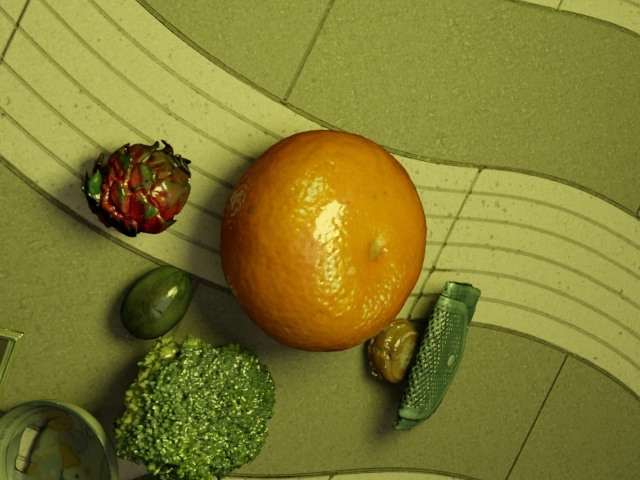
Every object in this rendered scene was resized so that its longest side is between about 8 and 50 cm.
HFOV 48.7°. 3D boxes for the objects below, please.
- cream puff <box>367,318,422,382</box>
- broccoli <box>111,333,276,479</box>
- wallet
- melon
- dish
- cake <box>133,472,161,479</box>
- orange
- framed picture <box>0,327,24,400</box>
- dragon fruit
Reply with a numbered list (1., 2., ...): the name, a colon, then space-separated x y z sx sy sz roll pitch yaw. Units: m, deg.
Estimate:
1. cream puff: 0.166 0.245 1.599 0.126 0.103 0.144 8 102 -40
2. broccoli: -0.244 0.297 1.356 0.375 0.302 0.249 -27 122 -55
3. wallet: 0.271 0.260 1.598 0.237 0.075 0.342 12 98 -64
4. melon: -0.318 0.125 1.370 0.114 0.114 0.167 44 83 -24
5. dish: -0.496 0.428 1.360 0.273 0.134 0.273 0 91 10
6. cake: -0.359 0.656 1.442 0.158 0.172 0.283 -16 109 -16
7. orange: 0.000 0.000 1.359 0.424 0.326 0.424 -11 107 -39
8. framed picture: -0.669 0.258 1.266 0.197 0.014 0.252 19 97 -23
9. dragon fruit: -0.328 -0.095 1.292 0.189 0.182 0.182 -20 109 2
